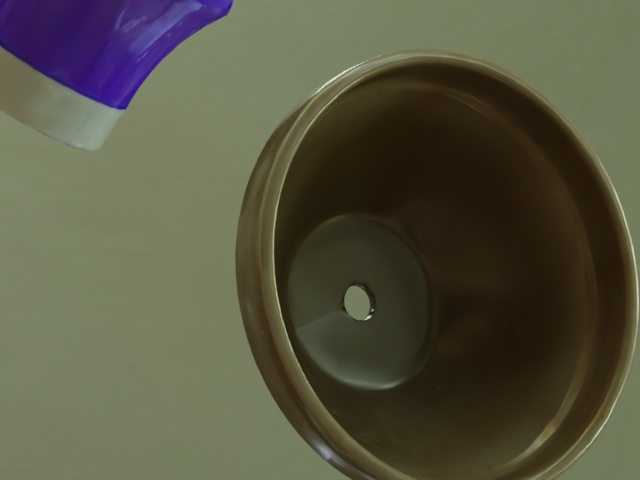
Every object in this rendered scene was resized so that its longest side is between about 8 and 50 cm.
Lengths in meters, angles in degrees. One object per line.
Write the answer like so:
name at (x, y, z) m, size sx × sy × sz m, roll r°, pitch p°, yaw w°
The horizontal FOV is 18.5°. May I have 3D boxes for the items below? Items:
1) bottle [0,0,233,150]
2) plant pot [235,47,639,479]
bottle at (-0.034, -0.166, 0.696) m, size 0.118 × 0.092 × 0.283 m, roll 24°, pitch -77°, yaw -39°
plant pot at (0.045, 0.026, 1.044) m, size 0.237 × 0.237 × 0.110 m, roll 55°, pitch -33°, yaw -10°
